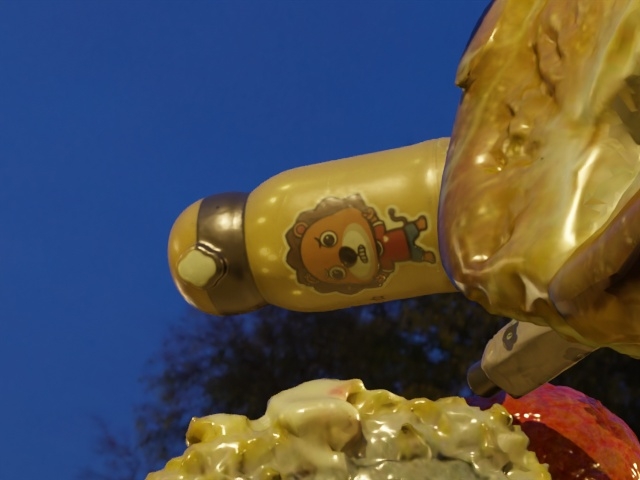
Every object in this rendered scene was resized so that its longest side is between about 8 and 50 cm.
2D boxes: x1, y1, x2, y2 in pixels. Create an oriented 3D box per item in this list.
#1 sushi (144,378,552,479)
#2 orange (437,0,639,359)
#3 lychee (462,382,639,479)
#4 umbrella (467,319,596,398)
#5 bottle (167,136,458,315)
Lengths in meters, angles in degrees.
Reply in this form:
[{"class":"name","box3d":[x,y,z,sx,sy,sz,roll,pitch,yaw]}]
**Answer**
[{"class":"sushi","box3d":[0.016,0.304,1.094,0.397,0.351,0.240,-9,-31,-14]},{"class":"orange","box3d":[0.214,-0.055,0.764,0.210,0.270,0.369,27,-4,-20]},{"class":"lychee","box3d":[0.257,0.298,1.539,0.300,0.255,0.255,32,-34,20]},{"class":"umbrella","box3d":[0.239,0.082,1.320,0.073,0.067,0.337,48,-35,4]},{"class":"bottle","box3d":[0.000,0.000,1.520,0.351,0.171,0.171,-11,-46,14]}]
